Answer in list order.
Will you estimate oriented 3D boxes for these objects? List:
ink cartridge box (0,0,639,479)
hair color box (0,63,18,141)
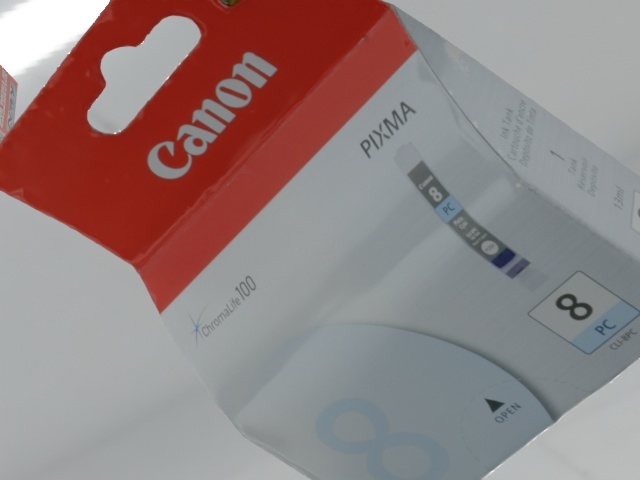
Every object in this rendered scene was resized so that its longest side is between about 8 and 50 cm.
[{"bbox_3d":[0.000,0.000,1.189,0.385,0.091,0.308,32,-49,-16],"label":"ink cartridge box"},{"bbox_3d":[-0.284,-0.114,1.365,0.093,0.053,0.167,2,-10,5],"label":"hair color box"}]
